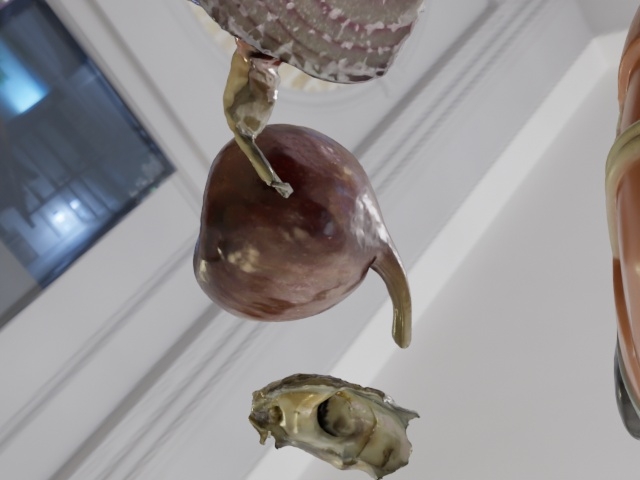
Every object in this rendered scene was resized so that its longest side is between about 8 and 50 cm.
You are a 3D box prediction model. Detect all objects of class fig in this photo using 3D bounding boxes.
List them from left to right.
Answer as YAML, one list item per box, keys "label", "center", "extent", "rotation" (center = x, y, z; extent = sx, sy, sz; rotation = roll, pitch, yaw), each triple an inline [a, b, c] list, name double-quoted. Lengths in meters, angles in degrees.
- label: "fig"
  center: [-0.002, -0.007, 0.763]
  extent: [0.207, 0.175, 0.175]
  rotation: [15, -143, 4]

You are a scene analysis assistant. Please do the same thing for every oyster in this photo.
- label: "oyster"
  center: [0.029, 0.295, 1.477]
  extent: [0.275, 0.271, 0.100]
  rotation: [-52, 171, 33]

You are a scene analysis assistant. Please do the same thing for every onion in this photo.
- label: "onion"
  center: [-0.028, -0.238, 0.551]
  extent: [0.272, 0.256, 0.230]
  rotation: [-40, -134, 1]

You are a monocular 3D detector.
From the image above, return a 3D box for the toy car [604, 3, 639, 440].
- label: "toy car"
  center: [0.217, -0.034, 0.393]
  extent: [0.181, 0.212, 0.270]
  rotation: [-5, -135, 33]
